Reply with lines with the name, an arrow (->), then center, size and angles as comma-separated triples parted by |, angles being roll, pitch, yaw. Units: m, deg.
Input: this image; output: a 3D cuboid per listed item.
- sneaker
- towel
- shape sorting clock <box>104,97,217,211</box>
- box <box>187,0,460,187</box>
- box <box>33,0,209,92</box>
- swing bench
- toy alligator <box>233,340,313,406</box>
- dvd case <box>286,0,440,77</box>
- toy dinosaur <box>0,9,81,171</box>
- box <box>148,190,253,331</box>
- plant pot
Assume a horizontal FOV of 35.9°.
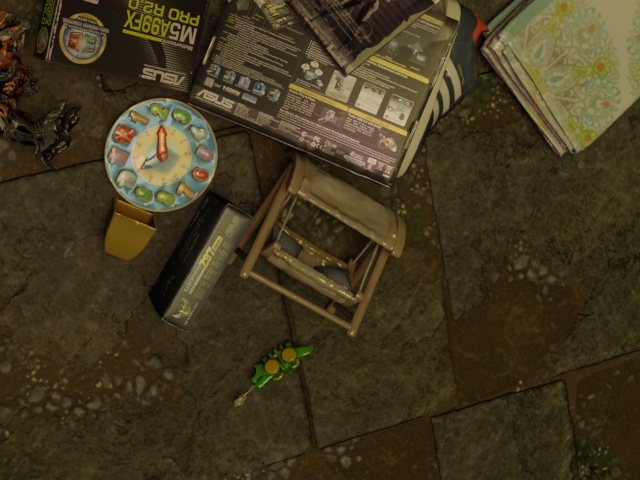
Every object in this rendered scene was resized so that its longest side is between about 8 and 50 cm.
sneaker -> 0.224, -0.275, 1.879 | 0.148, 0.131, 0.350 | 14, 103, -34
towel -> 0.529, -0.397, 1.972 | 0.374, 0.090, 0.320 | -43, 112, -6
shape sorting clock -> -0.285, -0.153, 1.781 | 0.206, 0.040, 0.206 | -3, 101, -17
box -> 0.004, -0.311, 1.752 | 0.395, 0.097, 0.318 | 22, 95, 1
box -> -0.321, -0.378, 1.642 | 0.270, 0.060, 0.216 | 8, 100, -39
swing bench -> 0.000, 0.000, 1.834 | 0.253, 0.165, 0.254 | 30, 90, -20
toy alligator -> -0.101, 0.246, 1.910 | 0.190, 0.056, 0.051 | -35, 66, -7
dvd case -> 0.077, -0.411, 1.694 | 0.221, 0.018, 0.164 | -39, 88, 1
toy dinosaur -> -0.532, -0.212, 1.662 | 0.218, 0.164, 0.321 | 17, 113, -5
box -> -0.217, 0.032, 1.761 | 0.059, 0.183, 0.232 | 29, 91, -20
plant pot -> -0.348, -0.013, 1.769 | 0.082, 0.081, 0.083 | 23, 104, -20
